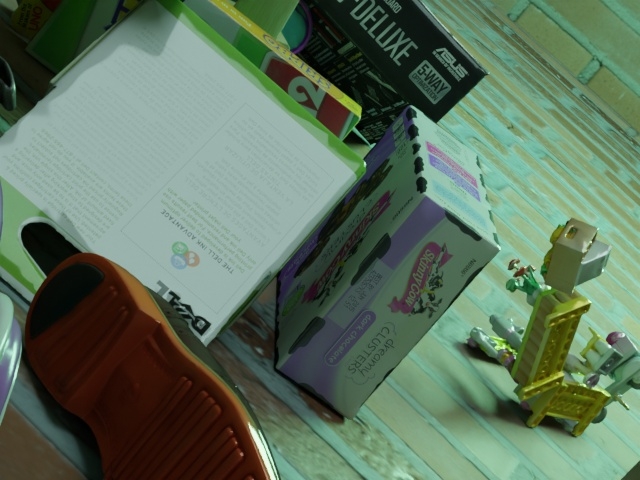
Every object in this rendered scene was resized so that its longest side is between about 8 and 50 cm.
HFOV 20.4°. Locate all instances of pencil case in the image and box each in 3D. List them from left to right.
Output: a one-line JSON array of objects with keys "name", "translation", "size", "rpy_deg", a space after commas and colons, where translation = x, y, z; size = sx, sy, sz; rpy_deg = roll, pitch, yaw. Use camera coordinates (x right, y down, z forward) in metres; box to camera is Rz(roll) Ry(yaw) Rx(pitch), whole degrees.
[{"name": "pencil case", "translation": [-0.072, -0.193, 1.612], "size": [0.152, 0.070, 0.064], "rpy_deg": [7, -47, 58]}]

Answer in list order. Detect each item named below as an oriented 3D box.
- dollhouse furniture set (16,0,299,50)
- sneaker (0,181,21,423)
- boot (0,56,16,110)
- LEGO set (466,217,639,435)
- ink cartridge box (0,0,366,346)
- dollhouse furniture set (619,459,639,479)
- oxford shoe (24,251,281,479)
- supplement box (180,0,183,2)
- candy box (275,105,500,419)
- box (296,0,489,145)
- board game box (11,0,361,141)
[{"name": "dollhouse furniture set", "translation": [-0.181, -0.316, 1.524], "size": [0.303, 0.173, 0.355], "rpy_deg": [21, 24, -28]}, {"name": "sneaker", "translation": [-0.219, 0.030, 0.803], "size": [0.152, 0.114, 0.305], "rpy_deg": [18, 20, -22]}, {"name": "boot", "translation": [-0.307, -0.155, 1.008], "size": [0.091, 0.263, 0.229], "rpy_deg": [93, -8, -60]}, {"name": "LEGO set", "translation": [0.184, 0.070, 1.492], "size": [0.107, 0.132, 0.287], "rpy_deg": [46, -6, 34]}, {"name": "ink cartridge box", "translation": [-0.119, -0.017, 1.144], "size": [0.189, 0.097, 0.255], "rpy_deg": [41, 51, 0]}, {"name": "dollhouse furniture set", "translation": [0.443, 0.231, 1.428], "size": [0.362, 0.256, 0.394], "rpy_deg": [38, 17, -9]}, {"name": "oxford shoe", "translation": [-0.060, 0.110, 0.928], "size": [0.098, 0.097, 0.271], "rpy_deg": [32, 18, -45]}, {"name": "supplement box", "translation": [-0.223, -0.313, 1.206], "size": [0.357, 0.195, 0.194], "rpy_deg": [19, -2, -11]}, {"name": "candy box", "translation": [0.044, 0.011, 1.275], "size": [0.070, 0.165, 0.196], "rpy_deg": [36, 17, -14]}, {"name": "box", "translation": [0.019, -0.209, 1.703], "size": [0.242, 0.076, 0.307], "rpy_deg": [47, -6, -5]}, {"name": "board game box", "translation": [-0.106, -0.132, 1.378], "size": [0.259, 0.124, 0.039], "rpy_deg": [38, 18, -9]}]
